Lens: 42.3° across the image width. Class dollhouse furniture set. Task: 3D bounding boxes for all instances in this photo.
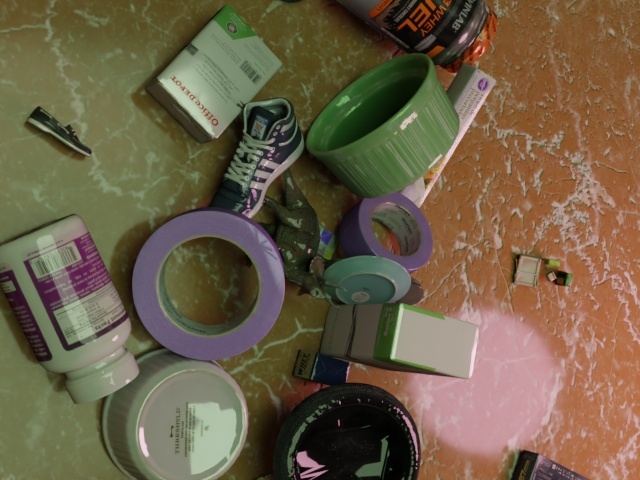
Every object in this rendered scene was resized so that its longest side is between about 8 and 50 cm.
[{"bbox_3d":[0.541,0.080,2.043,0.152,0.058,0.076,10,91,-9],"label":"dollhouse furniture set"}]

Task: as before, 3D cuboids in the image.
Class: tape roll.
[{"bbox_3d":[-0.203,0.077,1.530,0.275,0.090,0.274,0,98,-3],"label":"tape roll"},{"bbox_3d":[0.140,-0.008,1.754,0.189,0.080,0.189,15,57,-25],"label":"tape roll"}]

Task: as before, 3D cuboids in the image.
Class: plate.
[{"bbox_3d":[0.093,0.095,1.709,0.188,0.188,0.024,23,47,-26],"label":"plate"}]

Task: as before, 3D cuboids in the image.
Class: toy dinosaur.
[{"bbox_3d":[-0.058,-0.005,1.676,0.160,0.121,0.313,12,57,-29],"label":"toy dinosaur"}]

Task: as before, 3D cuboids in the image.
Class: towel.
[{"bbox_3d":[0.000,0.000,1.754,0.083,0.009,0.060,34,72,-23],"label":"towel"}]

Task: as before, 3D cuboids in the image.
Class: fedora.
[{"bbox_3d":[0.034,0.432,1.674,0.334,0.152,0.334,1,88,-29],"label":"fedora"}]

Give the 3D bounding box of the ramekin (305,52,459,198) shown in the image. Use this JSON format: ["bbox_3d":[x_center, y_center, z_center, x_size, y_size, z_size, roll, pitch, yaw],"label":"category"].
[{"bbox_3d":[0.134,-0.225,1.680,0.303,0.303,0.148,-51,118,-21],"label":"ramekin"}]

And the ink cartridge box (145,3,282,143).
[{"bbox_3d":[-0.206,-0.319,1.605,0.160,0.092,0.219,46,69,-19],"label":"ink cartridge box"}]

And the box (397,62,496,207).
[{"bbox_3d":[0.262,-0.226,1.801,0.063,0.067,0.324,24,102,-29],"label":"box"}]

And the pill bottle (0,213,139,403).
[{"bbox_3d":[-0.430,0.120,1.424,0.169,0.169,0.301,-27,102,-27],"label":"pill bottle"}]

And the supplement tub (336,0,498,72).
[{"bbox_3d":[0.205,-0.517,1.776,0.338,0.207,0.207,29,75,-25],"label":"supplement tub"}]

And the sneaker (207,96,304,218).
[{"bbox_3d":[-0.136,-0.157,1.596,0.282,0.099,0.153,-52,156,-25],"label":"sneaker"}]

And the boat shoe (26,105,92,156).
[{"bbox_3d":[-0.463,-0.194,1.489,0.125,0.046,0.038,32,78,-16],"label":"boat shoe"}]

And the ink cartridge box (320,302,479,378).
[{"bbox_3d":[0.154,0.203,1.683,0.198,0.273,0.114,17,77,-27],"label":"ink cartridge box"}]

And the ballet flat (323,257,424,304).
[{"bbox_3d":[0.110,0.085,1.791,0.250,0.058,0.084,13,116,-22],"label":"ballet flat"}]

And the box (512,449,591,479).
[{"bbox_3d":[0.557,0.635,2.008,0.233,0.059,0.183,29,74,-26],"label":"box"}]

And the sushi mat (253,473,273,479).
[{"bbox_3d":[-0.129,0.637,1.654,0.151,0.019,0.316,-15,95,-29],"label":"sushi mat"}]

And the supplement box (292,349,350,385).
[{"bbox_3d":[0.002,0.264,1.702,0.083,0.083,0.056,21,78,-26],"label":"supplement box"}]

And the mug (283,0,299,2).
[{"bbox_3d":[-0.056,-0.559,1.695,0.158,0.097,0.129,-33,104,-26],"label":"mug"}]

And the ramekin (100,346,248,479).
[{"bbox_3d":[-0.257,0.335,1.533,0.273,0.127,0.273,1,88,-29],"label":"ramekin"}]
